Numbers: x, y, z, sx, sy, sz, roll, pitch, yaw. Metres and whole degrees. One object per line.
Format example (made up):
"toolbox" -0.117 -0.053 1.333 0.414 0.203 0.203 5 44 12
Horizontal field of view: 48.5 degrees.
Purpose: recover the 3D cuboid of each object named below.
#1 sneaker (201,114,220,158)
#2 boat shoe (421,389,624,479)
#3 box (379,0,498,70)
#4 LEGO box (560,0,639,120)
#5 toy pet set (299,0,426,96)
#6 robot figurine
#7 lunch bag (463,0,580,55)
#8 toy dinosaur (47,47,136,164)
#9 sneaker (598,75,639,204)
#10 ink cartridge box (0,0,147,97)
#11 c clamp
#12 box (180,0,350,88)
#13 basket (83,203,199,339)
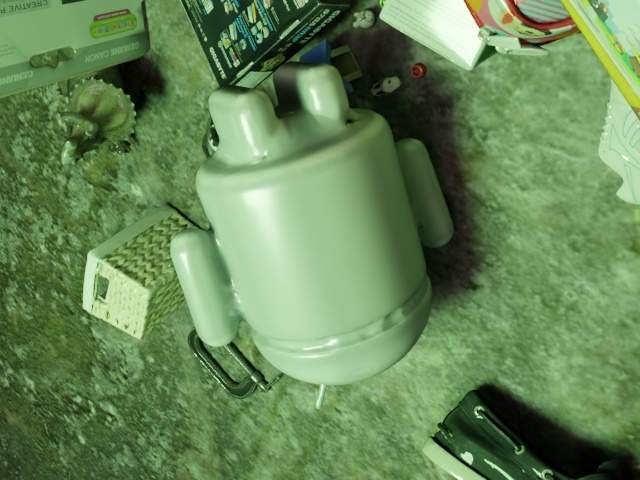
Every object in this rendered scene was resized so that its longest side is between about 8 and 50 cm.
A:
"sneaker" -0.063 -0.062 0.880 0.234 0.078 0.106 49 159 -14
"boat shoe" 0.283 0.277 0.778 0.340 0.127 0.113 27 84 32
"box" 0.128 -0.221 0.629 0.102 0.101 0.087 35 129 15
"LEGO box" 0.225 -0.332 0.317 0.373 0.193 0.500 -34 91 5
"toy pet set" 0.029 -0.198 0.740 0.114 0.065 0.122 -22 99 42
"robot figurine" 0.000 0.000 0.734 0.200 0.300 0.353 -140 31 -65
"lunch bag" 0.154 -0.288 0.487 0.258 0.120 0.293 -24 95 6
"toy dinosaur" -0.309 -0.209 0.961 0.160 0.121 0.313 -58 42 48
"sneaker" 0.269 -0.098 0.622 0.061 0.054 0.152 -11 107 43
"ink cartridge box" -0.363 -0.318 0.804 0.130 0.309 0.271 14 121 31
"c clamp" -0.140 0.184 1.105 0.161 0.022 0.137 43 137 9
"box" -0.084 -0.296 0.757 0.175 0.051 0.220 -29 83 43
"basket" -0.238 0.044 1.007 0.103 0.167 0.113 30 129 13
